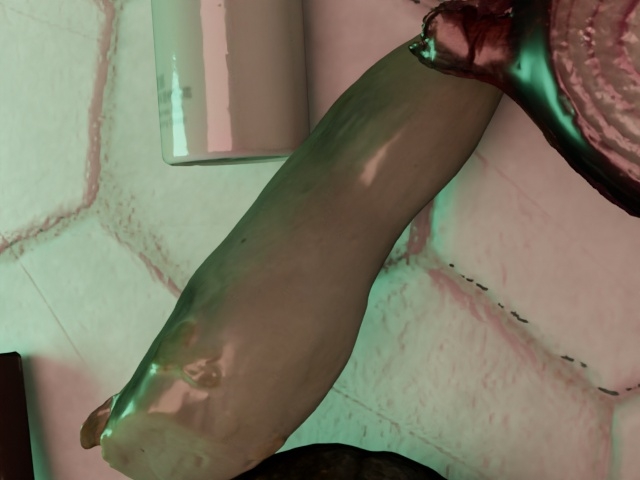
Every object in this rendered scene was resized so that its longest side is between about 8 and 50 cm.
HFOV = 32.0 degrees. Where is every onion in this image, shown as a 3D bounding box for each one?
[{"bbox_3d":[0.157,-0.101,0.587,0.218,0.140,0.195,-3,92,10],"label":"onion"}]

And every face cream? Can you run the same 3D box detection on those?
[{"bbox_3d":[-0.064,-0.222,0.709,0.101,0.102,0.346,-4,91,23],"label":"face cream"}]

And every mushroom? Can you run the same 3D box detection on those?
[{"bbox_3d":[0.000,-0.001,0.652,0.351,0.097,0.109,-54,28,-9],"label":"mushroom"}]

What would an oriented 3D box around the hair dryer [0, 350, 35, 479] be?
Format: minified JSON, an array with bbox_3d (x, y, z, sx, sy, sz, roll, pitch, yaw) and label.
[{"bbox_3d":[-0.325,0.267,0.855,0.340,0.123,0.313,-18,74,33],"label":"hair dryer"}]

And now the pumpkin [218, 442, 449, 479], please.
[{"bbox_3d":[0.013,0.271,0.633,0.320,0.192,0.321,-4,73,12],"label":"pumpkin"}]
